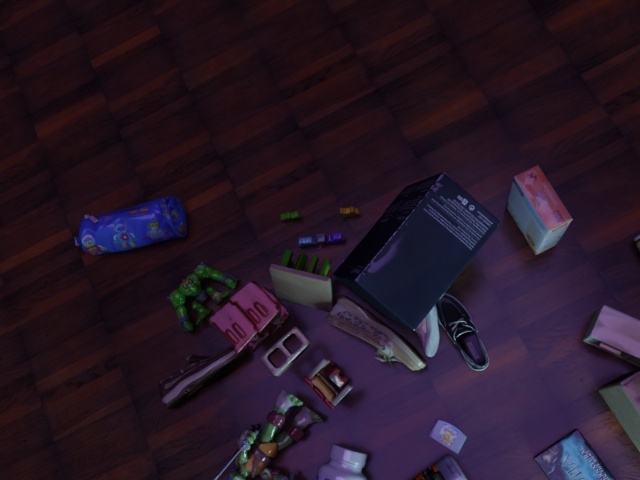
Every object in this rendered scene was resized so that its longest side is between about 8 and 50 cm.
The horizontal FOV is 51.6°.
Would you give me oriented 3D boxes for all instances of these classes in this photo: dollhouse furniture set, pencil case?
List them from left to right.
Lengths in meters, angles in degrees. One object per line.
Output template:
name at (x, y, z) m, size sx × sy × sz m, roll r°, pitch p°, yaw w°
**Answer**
pencil case at (-0.537, -0.043, 1.884) m, size 0.306 × 0.133 × 0.119 m, roll -12°, pitch 40°, yaw 7°
dollhouse furniture set at (-0.094, 0.286, 1.678) m, size 0.152 × 0.201 × 0.374 m, roll -43°, pitch 78°, yaw -3°

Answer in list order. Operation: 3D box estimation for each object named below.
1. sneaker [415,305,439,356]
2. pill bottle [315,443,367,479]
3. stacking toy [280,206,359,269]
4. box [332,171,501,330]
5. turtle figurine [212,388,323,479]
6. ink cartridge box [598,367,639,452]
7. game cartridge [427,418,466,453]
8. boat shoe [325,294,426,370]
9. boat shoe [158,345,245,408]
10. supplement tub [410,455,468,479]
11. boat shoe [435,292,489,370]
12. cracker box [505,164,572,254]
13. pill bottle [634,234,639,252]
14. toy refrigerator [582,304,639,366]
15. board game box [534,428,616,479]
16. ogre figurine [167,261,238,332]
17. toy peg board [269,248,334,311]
sneaker at (0.263, 0.229, 1.698) m, size 0.070 × 0.051 × 0.134 m, roll 0°, pitch 92°, yaw 41°
pill bottle at (0.043, 0.612, 1.592) m, size 0.124 × 0.124 × 0.221 m, roll 14°, pitch 79°, yaw 14°
stacking toy at (0.000, 0.000, 1.811) m, size 0.221 × 0.052 × 0.166 m, roll -5°, pitch 72°, yaw 12°
box at (0.214, 0.025, 1.589) m, size 0.179 × 0.343 × 0.312 m, roll 41°, pitch 86°, yaw -5°
turtle figurine at (-0.104, 0.515, 1.599) m, size 0.198 × 0.274 × 0.266 m, roll 37°, pitch 75°, yaw 3°
ink cartridge box at (0.744, 0.407, 1.474) m, size 0.088 × 0.193 × 0.234 m, roll -30°, pitch 72°, yaw 0°
game cartridge at (0.314, 0.480, 1.633) m, size 0.083 × 0.017 × 0.056 m, roll 28°, pitch 78°, yaw 17°
boat shoe at (0.142, 0.251, 1.691) m, size 0.285 × 0.104 × 0.089 m, roll 36°, pitch 89°, yaw 28°
boat shoe at (-0.324, 0.340, 1.757) m, size 0.258 × 0.095 × 0.095 m, roll -34°, pitch 65°, yaw 1°
supplement tub at (0.260, 0.604, 1.555) m, size 0.190 × 0.117 × 0.117 m, roll -35°, pitch 71°, yaw 0°
boat shoe at (0.357, 0.223, 1.665) m, size 0.078 × 0.070 × 0.219 m, roll -32°, pitch 71°, yaw 1°
cracker box at (0.531, -0.069, 1.626) m, size 0.067 × 0.232 × 0.155 m, roll -26°, pitch 72°, yaw 3°
pill bottle at (0.827, 0.036, 1.627) m, size 0.065 × 0.065 × 0.116 m, roll -20°, pitch 72°, yaw 5°
toy refrigerator at (0.772, 0.258, 1.559) m, size 0.270 × 0.102 × 0.094 m, roll 26°, pitch 81°, yaw 16°
board game box at (0.609, 0.556, 1.548) m, size 0.126 × 0.026 × 0.186 m, roll -34°, pitch 71°, yaw 0°
ogre figurine at (-0.334, 0.148, 1.815) m, size 0.118 × 0.097 × 0.197 m, roll 43°, pitch 102°, yaw 1°
toy peg board at (-0.037, 0.101, 1.742) m, size 0.161 × 0.160 × 0.079 m, roll 13°, pitch 58°, yaw 14°
